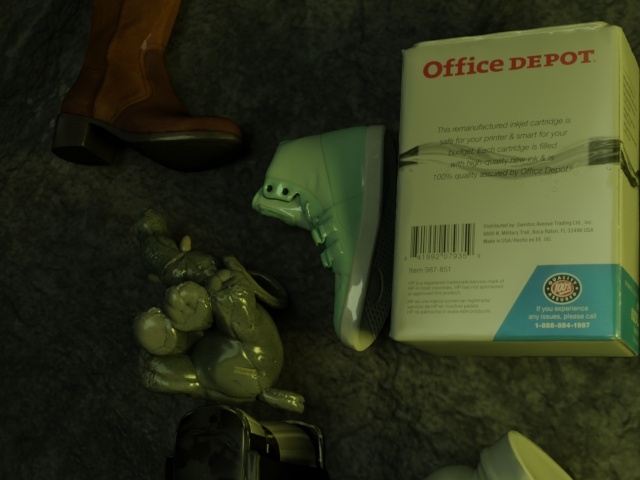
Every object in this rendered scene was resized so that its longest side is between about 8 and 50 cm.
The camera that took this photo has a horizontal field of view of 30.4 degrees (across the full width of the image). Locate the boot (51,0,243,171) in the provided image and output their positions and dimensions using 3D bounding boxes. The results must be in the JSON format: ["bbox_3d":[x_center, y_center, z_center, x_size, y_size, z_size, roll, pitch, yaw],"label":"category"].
[{"bbox_3d":[-0.189,-0.227,1.451,0.264,0.096,0.280,1,70,33],"label":"boot"}]

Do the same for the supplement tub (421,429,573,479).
[{"bbox_3d":[0.115,0.355,1.059,0.331,0.241,0.241,-43,64,9],"label":"supplement tub"}]

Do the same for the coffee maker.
[{"bbox_3d":[-0.066,0.258,1.202,0.120,0.178,0.171,-31,66,16],"label":"coffee maker"}]

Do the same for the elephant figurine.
[{"bbox_3d":[-0.117,0.071,1.300,0.169,0.239,0.186,-9,109,0],"label":"elephant figurine"}]

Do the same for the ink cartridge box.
[{"bbox_3d":[0.199,-0.043,1.181,0.223,0.129,0.307,-2,76,25],"label":"ink cartridge box"}]

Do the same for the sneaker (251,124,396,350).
[{"bbox_3d":[0.000,0.000,1.281,0.151,0.094,0.256,-3,66,18],"label":"sneaker"}]
